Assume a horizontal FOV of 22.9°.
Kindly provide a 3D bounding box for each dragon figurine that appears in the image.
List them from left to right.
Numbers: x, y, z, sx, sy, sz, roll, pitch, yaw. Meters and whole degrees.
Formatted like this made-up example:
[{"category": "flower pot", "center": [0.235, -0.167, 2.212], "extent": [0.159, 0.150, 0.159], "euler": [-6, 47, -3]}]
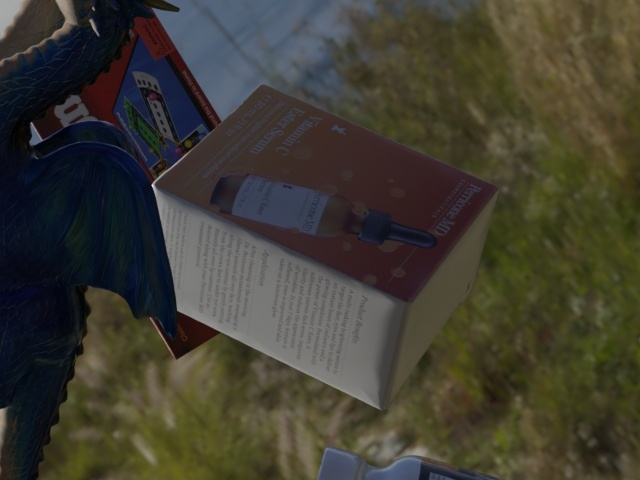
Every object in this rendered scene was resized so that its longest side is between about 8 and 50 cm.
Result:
[{"category": "dragon figurine", "center": [-0.105, 0.002, 0.641], "extent": [0.144, 0.289, 0.085], "euler": [-20, 19, -10]}]

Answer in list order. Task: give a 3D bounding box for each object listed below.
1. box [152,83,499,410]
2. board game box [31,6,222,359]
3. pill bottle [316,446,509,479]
[{"category": "box", "center": [0.000, 0.000, 0.957], "extent": [0.130, 0.170, 0.091], "euler": [-49, -23, -45]}, {"category": "board game box", "center": [-0.139, -0.051, 1.394], "extent": [0.145, 0.281, 0.027], "euler": [-32, 0, -6]}, {"category": "pill bottle", "center": [0.121, 0.285, 1.428], "extent": [0.162, 0.278, 0.162], "euler": [16, -90, -88]}]
